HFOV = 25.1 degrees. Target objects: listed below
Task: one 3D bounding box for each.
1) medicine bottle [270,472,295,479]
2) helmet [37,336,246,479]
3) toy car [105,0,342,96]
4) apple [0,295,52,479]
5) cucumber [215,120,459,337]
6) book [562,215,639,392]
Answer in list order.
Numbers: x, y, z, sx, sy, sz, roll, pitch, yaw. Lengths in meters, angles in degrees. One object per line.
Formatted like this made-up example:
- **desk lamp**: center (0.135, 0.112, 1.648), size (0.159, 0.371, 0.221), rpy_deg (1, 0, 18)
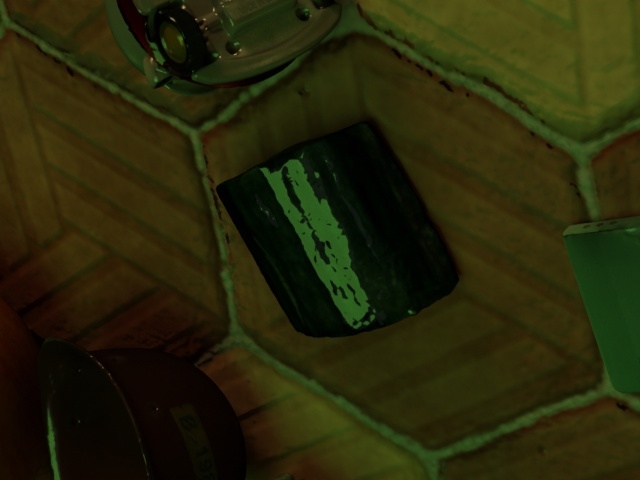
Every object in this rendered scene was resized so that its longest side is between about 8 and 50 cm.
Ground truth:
- **medicine bottle**: center (-0.018, 0.245, 0.930), size (0.143, 0.147, 0.147), rpy_deg (37, 132, 12)
- **helmet**: center (-0.110, 0.130, 0.949), size (0.155, 0.106, 0.175), rpy_deg (-32, 84, 55)
- **toy car**: center (-0.071, -0.136, 0.765), size (0.139, 0.112, 0.112), rpy_deg (58, 149, 3)
- **apple**: center (-0.302, 0.143, 1.021), size (0.242, 0.242, 0.241), rpy_deg (14, 136, 27)
- **cucumber**: center (0.000, 0.000, 0.823), size (0.116, 0.062, 0.115), rpy_deg (-21, 101, 39)
- **book**: center (0.200, 0.031, 0.734), size (0.135, 0.017, 0.103), rpy_deg (-10, 110, 37)
